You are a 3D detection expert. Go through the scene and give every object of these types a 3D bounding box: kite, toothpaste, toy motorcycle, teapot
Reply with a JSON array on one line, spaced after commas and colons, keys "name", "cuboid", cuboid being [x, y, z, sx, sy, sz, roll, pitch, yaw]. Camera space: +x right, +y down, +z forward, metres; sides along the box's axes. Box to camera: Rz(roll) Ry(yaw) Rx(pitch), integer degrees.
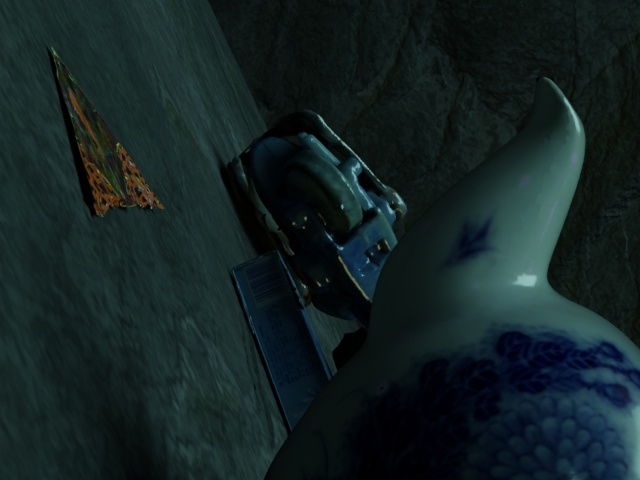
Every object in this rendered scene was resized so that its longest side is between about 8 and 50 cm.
[{"name": "kite", "cuboid": [-0.147, -0.072, 0.823, 0.222, 0.008, 0.125, -34, 99, -87]}, {"name": "toothpaste", "cuboid": [-0.012, 0.135, 1.130, 0.066, 0.053, 0.272, 68, -2, -56]}, {"name": "toy motorcycle", "cuboid": [0.019, -0.014, 1.587, 0.319, 0.182, 0.241, 62, 4, -32]}, {"name": "teapot", "cuboid": [0.125, 0.139, 0.571, 0.252, 0.280, 0.424, 33, 38, -86]}]

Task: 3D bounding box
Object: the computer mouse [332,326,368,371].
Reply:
[{"name": "computer mouse", "cuboid": [0.071, 0.168, 1.126, 0.217, 0.073, 0.122, -114, -177, -55]}]
